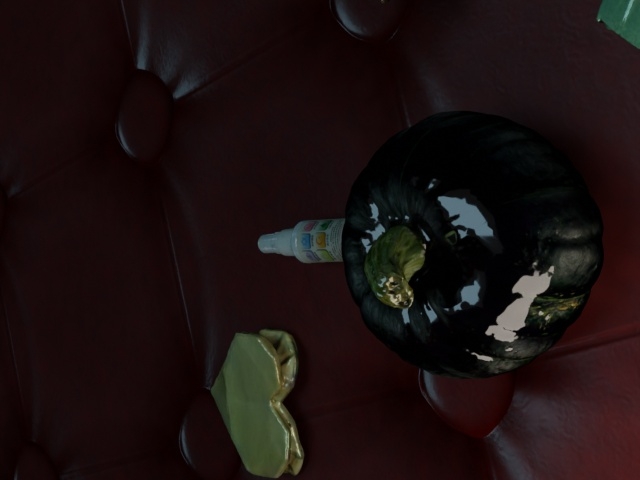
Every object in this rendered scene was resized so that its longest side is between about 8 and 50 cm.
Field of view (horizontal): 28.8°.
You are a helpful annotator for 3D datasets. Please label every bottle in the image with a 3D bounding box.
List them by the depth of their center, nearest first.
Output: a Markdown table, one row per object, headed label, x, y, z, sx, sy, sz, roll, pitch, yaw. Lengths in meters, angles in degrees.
| label | x | y | z | sx | sy | sz | roll | pitch | yaw |
| --- | --- | --- | --- | --- | --- | --- | --- | --- | --- |
| bottle | 0.000 | 0.000 | 1.609 | 0.217 | 0.060 | 0.060 | -2 | 91 | 44 |

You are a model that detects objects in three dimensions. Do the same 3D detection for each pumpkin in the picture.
| label | x | y | z | sx | sy | sz | roll | pitch | yaw |
| --- | --- | --- | --- | --- | --- | --- | --- | --- | --- |
| pumpkin | 0.132 | 0.005 | 1.329 | 0.296 | 0.296 | 0.296 | 4 | 95 | 45 |

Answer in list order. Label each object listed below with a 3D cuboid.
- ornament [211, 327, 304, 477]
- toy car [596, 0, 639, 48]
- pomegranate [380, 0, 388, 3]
| label | x | y | z | sx | sy | sz | roll | pitch | yaw |
| --- | --- | --- | --- | --- | --- | --- | --- | --- | --- |
| ornament | -0.095 | 0.222 | 1.724 | 0.180 | 0.059 | 0.201 | 0 | 94 | 48 |
| toy car | 0.374 | -0.326 | 1.186 | 0.141 | 0.097 | 0.321 | 41 | 120 | 36 |
| pomegranate | 0.078 | -0.396 | 1.422 | 0.207 | 0.207 | 0.207 | 4 | 95 | 45 |
